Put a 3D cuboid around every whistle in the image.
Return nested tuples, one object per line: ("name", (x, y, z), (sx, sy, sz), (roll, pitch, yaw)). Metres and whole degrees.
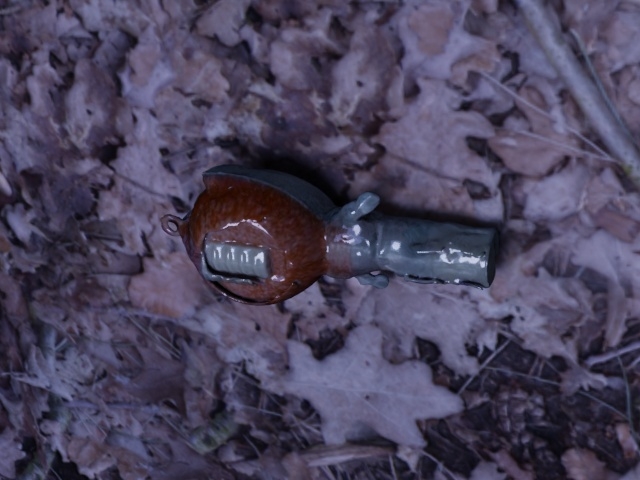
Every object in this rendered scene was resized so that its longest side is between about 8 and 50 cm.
("whistle", (0.000, 0.001, 1.194), (0.346, 0.134, 0.142), (7, 110, 18))
